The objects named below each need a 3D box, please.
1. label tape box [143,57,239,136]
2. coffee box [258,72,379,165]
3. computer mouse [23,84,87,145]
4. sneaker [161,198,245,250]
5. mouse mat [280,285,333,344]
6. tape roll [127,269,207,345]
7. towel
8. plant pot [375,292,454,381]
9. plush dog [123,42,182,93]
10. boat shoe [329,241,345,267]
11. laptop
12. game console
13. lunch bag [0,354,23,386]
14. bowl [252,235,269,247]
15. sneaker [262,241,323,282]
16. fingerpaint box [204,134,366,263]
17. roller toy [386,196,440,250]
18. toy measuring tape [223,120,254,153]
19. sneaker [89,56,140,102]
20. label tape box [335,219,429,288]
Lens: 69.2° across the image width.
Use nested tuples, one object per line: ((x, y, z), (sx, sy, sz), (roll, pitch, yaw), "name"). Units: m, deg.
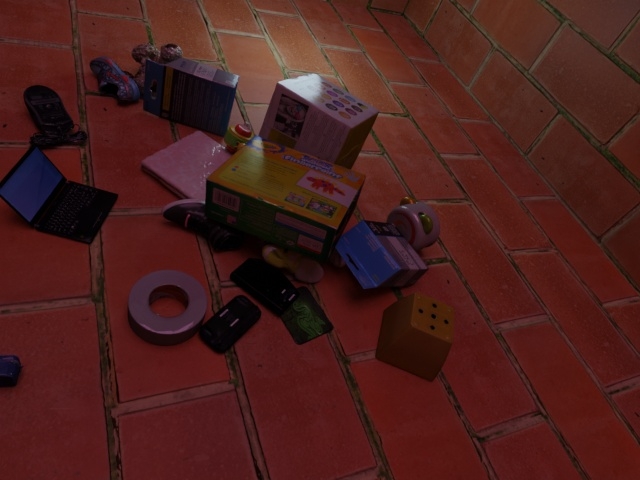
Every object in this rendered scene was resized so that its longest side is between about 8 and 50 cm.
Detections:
((-0.533, -0.601, 1.906), (0.348, 0.249, 0.115), (16, 46, -10), "label tape box")
((-0.017, -0.426, 1.873), (0.334, 0.338, 0.337), (33, 34, 8), "coffee box")
((-0.994, -0.446, 1.696), (0.188, 0.072, 0.272), (-19, 73, -38), "computer mouse")
((-0.387, -0.048, 1.574), (0.296, 0.104, 0.147), (9, 42, -22), "sneaker")
((-0.061, 0.242, 1.530), (0.153, 0.007, 0.189), (-18, 60, -35), "mouse mat")
((-0.445, 0.194, 1.356), (0.219, 0.072, 0.219), (13, 46, -14), "tape roll")
((-0.458, -0.271, 1.782), (0.317, 0.053, 0.332), (34, 45, 9), "towel")
((0.328, 0.296, 1.527), (0.212, 0.187, 0.212), (23, 44, -3), "plant pot")
((-0.717, -0.713, 2.008), (0.262, 0.210, 0.225), (14, 54, 27), "plush dog")
((0.000, 0.000, 1.714), (0.088, 0.096, 0.267), (-13, 56, -28), "boat shoe")
((-0.809, -0.147, 1.455), (0.264, 0.136, 0.234), (16, 46, -10), "laptop")
((-0.238, 0.199, 1.464), (0.213, 0.044, 0.361), (35, 46, 13), "game console")
((-0.769, 0.309, 1.111), (0.098, 0.067, 0.065), (3, 50, -23), "lunch bag")
((-0.160, -0.048, 1.695), (0.170, 0.080, 0.170), (12, 47, -13), "bowl")
((-0.098, 0.061, 1.617), (0.240, 0.091, 0.126), (30, 11, -28), "sneaker")
((-0.111, -0.155, 1.603), (0.445, 0.163, 0.371), (21, 39, 7), "fingerpaint box")
((0.372, -0.055, 1.859), (0.146, 0.191, 0.209), (-16, 41, -35), "roller toy")
((-0.340, -0.442, 1.917), (0.121, 0.121, 0.330), (9, 31, -17), "toy measuring tape")
((-0.874, -0.664, 1.916), (0.262, 0.104, 0.125), (37, 48, 11), "sneaker")
((0.218, 0.047, 1.681), (0.334, 0.106, 0.240), (3, 45, -51), "label tape box")
